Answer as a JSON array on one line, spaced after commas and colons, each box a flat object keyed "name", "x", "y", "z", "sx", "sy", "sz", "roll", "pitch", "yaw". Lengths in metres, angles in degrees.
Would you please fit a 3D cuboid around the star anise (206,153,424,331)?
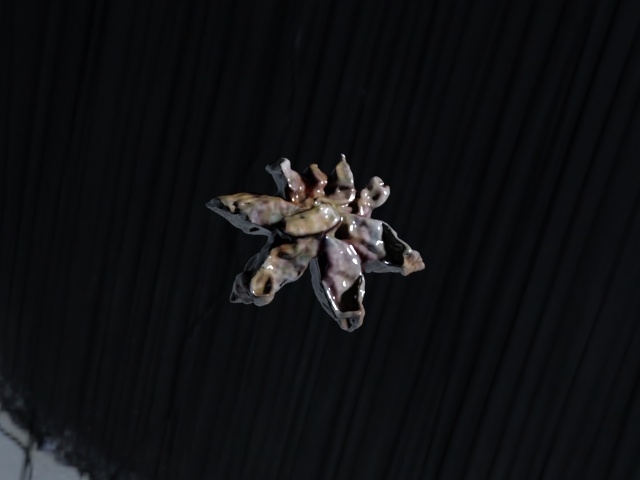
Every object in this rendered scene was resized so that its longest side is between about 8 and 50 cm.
[{"name": "star anise", "x": -0.007, "y": 0.002, "z": 1.364, "sx": 0.220, "sy": 0.099, "sz": 0.214, "roll": -25, "pitch": 81, "yaw": -15}]
